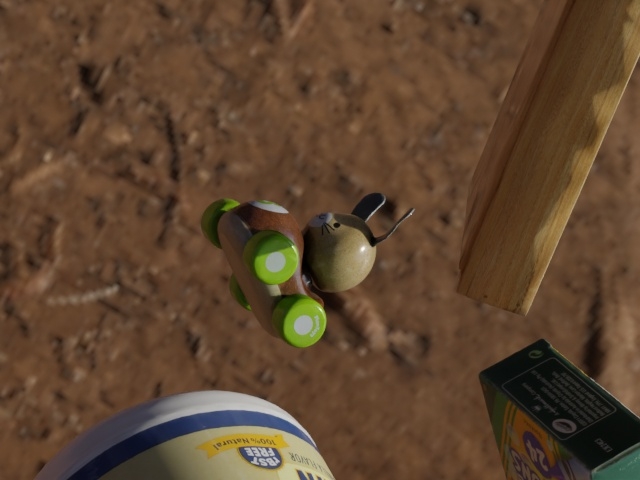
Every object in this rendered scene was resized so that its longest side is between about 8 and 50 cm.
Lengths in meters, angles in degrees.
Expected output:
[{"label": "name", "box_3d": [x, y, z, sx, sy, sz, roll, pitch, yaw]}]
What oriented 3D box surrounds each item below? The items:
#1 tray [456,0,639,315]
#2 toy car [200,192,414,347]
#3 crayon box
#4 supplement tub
[{"label": "tray", "box_3d": [0.221, -0.159, 1.690, 0.076, 0.411, 0.203, 20, 28, -3]}, {"label": "toy car", "box_3d": [0.000, 0.000, 1.969, 0.188, 0.149, 0.155, -29, 24, -13]}, {"label": "crayon box", "box_3d": [0.268, 0.280, 1.886, 0.083, 0.323, 0.203, -27, 33, -14]}, {"label": "supplement tub", "box_3d": [-0.047, 0.273, 1.208, 0.228, 0.228, 0.316, 0, 39, -33]}]
